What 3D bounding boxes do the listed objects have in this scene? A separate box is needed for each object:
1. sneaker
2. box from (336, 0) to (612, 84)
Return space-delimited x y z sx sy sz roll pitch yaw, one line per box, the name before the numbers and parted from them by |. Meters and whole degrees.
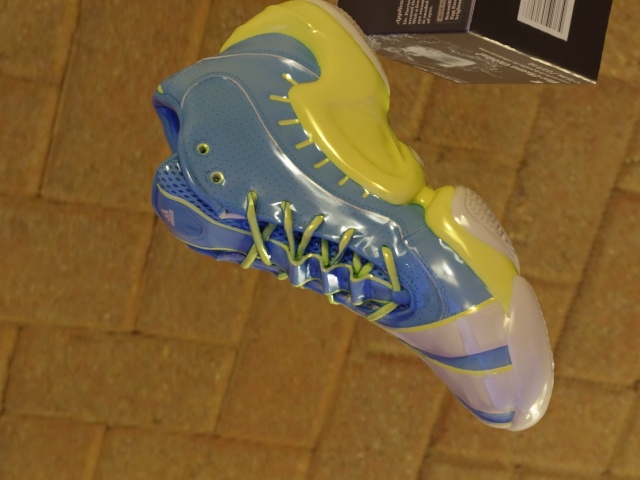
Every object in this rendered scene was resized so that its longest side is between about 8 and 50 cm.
sneaker | 0.000 0.000 0.615 0.126 0.240 0.091 -22 148 -15
box | 0.121 -0.185 1.090 0.156 0.158 0.093 13 87 -40
